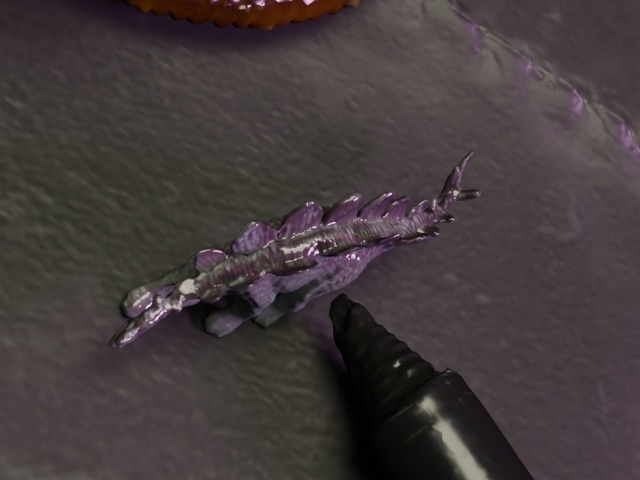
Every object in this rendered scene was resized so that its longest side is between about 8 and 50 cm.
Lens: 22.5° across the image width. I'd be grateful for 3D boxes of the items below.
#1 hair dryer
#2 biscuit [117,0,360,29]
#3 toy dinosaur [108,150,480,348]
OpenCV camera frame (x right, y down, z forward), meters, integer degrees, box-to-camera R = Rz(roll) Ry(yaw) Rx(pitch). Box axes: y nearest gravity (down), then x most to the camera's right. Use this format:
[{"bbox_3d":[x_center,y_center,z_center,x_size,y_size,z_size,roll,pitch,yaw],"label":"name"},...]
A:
[{"bbox_3d":[0.088,0.173,0.631,0.189,0.107,0.352,-25,71,-37],"label":"hair dryer"},{"bbox_3d":[-0.069,-0.231,0.777,0.305,0.038,0.305,12,60,-21],"label":"biscuit"},{"bbox_3d":[0.001,0.002,0.671,0.209,0.082,0.039,-25,86,-37],"label":"toy dinosaur"}]
